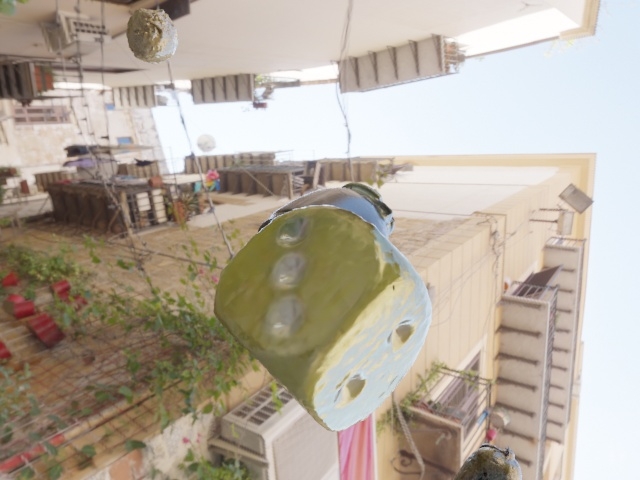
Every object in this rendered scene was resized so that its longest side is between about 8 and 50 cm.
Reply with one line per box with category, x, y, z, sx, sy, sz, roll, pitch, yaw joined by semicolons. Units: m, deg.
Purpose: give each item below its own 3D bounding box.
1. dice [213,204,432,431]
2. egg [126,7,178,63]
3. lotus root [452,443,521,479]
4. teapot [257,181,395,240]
dice;0.004;0.078;0.490;0.166;0.169;0.169;33;-20;39
egg;-0.385;-0.466;1.045;0.140;0.118;0.116;58;-8;49
lotus root;0.247;0.387;0.712;0.088;0.088;0.165;41;-82;23
teapot;0.018;0.015;0.944;0.239;0.239;0.321;46;-31;2
